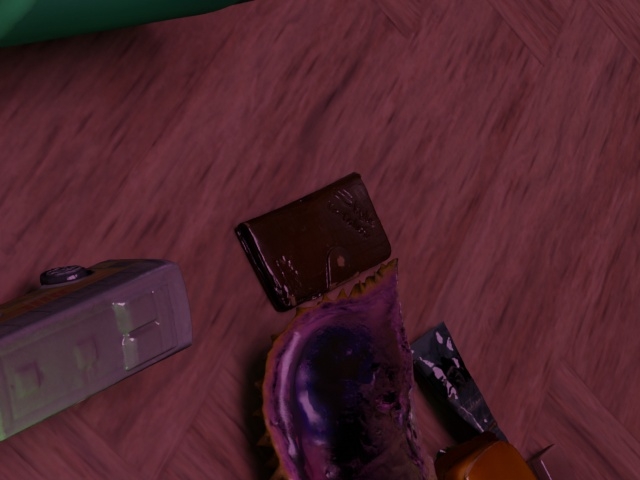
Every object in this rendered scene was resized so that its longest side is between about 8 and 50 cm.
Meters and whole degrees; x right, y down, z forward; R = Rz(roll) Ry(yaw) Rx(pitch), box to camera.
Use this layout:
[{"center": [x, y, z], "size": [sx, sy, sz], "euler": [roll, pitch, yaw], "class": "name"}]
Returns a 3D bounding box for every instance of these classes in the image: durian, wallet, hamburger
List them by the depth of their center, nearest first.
[{"center": [0.041, 0.187, 1.595], "size": [0.186, 0.153, 0.261], "euler": [50, 30, -49], "class": "durian"}, {"center": [0.148, 0.264, 1.689], "size": [0.137, 0.087, 0.166], "euler": [-21, 83, -49], "class": "hamburger"}, {"center": [0.000, 0.000, 1.729], "size": [0.176, 0.026, 0.095], "euler": [-24, 90, -49], "class": "wallet"}]

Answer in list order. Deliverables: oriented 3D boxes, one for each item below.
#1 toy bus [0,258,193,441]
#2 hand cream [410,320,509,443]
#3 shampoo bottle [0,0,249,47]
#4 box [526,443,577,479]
[{"center": [-0.199, 0.078, 1.392], "size": [0.268, 0.106, 0.092], "euler": [-25, 108, -57], "class": "toy bus"}, {"center": [0.157, 0.200, 1.777], "size": [0.248, 0.052, 0.075], "euler": [58, 17, 3], "class": "hand cream"}, {"center": [-0.198, -0.330, 1.471], "size": [0.342, 0.331, 0.331], "euler": [-19, 83, -48], "class": "shampoo bottle"}, {"center": [0.245, 0.262, 1.841], "size": [0.048, 0.025, 0.115], "euler": [-28, 91, -55], "class": "box"}]
